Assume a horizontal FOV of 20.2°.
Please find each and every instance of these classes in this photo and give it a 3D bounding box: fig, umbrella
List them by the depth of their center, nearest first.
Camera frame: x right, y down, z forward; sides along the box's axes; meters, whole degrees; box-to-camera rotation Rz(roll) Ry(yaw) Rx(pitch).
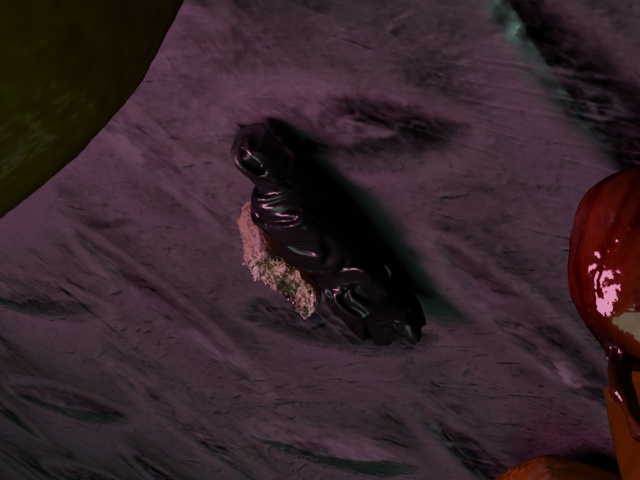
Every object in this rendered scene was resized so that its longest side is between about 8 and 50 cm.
[{"bbox_3d":[0.200,0.031,1.017,0.128,0.150,0.128,1,-176,0],"label":"fig"},{"bbox_3d":[0.000,0.000,1.297,0.066,0.059,0.236,-8,142,31],"label":"umbrella"}]

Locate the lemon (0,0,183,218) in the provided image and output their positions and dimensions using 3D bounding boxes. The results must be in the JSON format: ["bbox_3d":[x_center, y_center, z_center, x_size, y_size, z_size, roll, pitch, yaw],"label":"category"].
[{"bbox_3d":[-0.267,-0.137,0.943,0.364,0.364,0.364,26,159,11],"label":"lemon"}]

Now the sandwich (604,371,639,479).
[{"bbox_3d":[0.246,0.165,1.228,0.117,0.144,0.187,34,158,-4],"label":"sandwich"}]

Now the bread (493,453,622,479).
[{"bbox_3d":[0.273,0.315,1.535,0.328,0.148,0.337,23,156,7],"label":"bread"}]

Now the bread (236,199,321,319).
[{"bbox_3d":[-0.030,0.012,1.358,0.035,0.070,0.083,-33,132,18],"label":"bread"}]
